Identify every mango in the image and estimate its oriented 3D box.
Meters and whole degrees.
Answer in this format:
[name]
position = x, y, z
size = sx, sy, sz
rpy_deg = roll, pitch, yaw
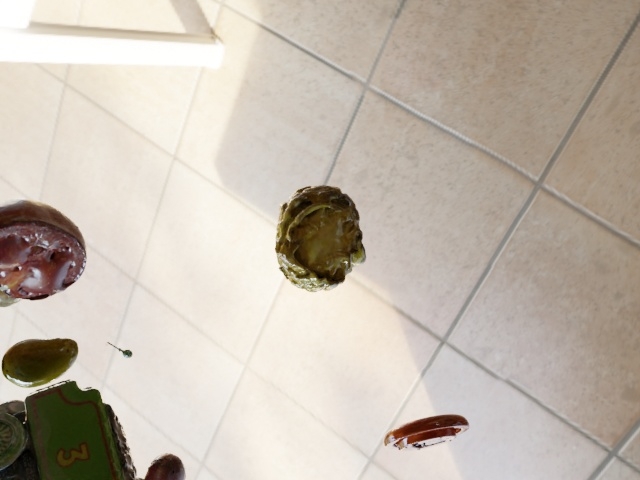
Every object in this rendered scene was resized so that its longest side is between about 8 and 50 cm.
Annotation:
[mango]
position = -0.587, 0.252, 1.495
size = 0.161, 0.076, 0.103
rpy_deg = -17, 99, -4

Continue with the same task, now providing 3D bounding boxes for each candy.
[candy]
position = -0.517, 0.280, 1.834
size = 0.023, 0.083, 0.025
rpy_deg = -42, 42, 3

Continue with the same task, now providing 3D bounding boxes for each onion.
[onion]
position = -0.349, 0.586, 1.684
size = 0.140, 0.150, 0.150
rpy_deg = 10, 111, 16

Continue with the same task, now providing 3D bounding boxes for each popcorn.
[popcorn]
position = 0.000, 0.000, 1.649
size = 0.190, 0.250, 0.250
rpy_deg = 16, 115, 50

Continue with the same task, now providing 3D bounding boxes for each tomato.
[tomato]
position = -0.558, 0.002, 1.317
size = 0.200, 0.233, 0.139
rpy_deg = -39, 56, 14

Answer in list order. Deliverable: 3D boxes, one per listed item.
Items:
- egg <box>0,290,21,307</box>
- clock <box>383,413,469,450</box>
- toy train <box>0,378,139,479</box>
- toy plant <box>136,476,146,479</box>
[egg]
position = -0.829, 0.077, 1.817
size = 0.234, 0.195, 0.194
rpy_deg = -13, 99, 11
[clock]
position = 0.247, 0.454, 1.665
size = 0.205, 0.205, 0.051
rpy_deg = -31, 60, 34
[toy train]
position = -0.440, 0.386, 1.180
size = 0.173, 0.249, 0.307
rpy_deg = 95, 153, -57
[toy plant]
position = -0.463, 0.626, 1.581
size = 0.218, 0.235, 0.175
rpy_deg = -25, 126, 39
